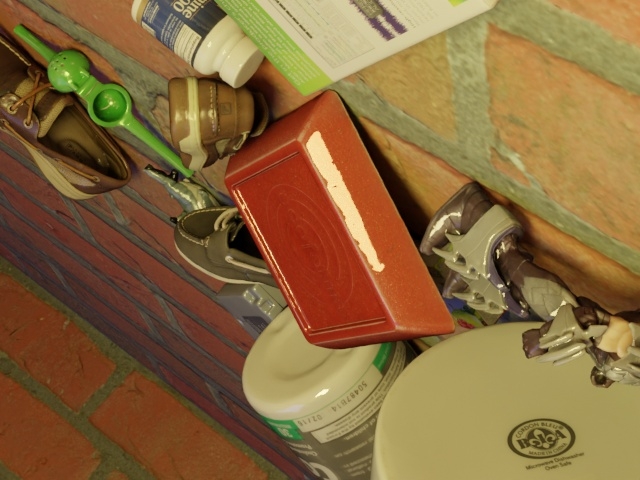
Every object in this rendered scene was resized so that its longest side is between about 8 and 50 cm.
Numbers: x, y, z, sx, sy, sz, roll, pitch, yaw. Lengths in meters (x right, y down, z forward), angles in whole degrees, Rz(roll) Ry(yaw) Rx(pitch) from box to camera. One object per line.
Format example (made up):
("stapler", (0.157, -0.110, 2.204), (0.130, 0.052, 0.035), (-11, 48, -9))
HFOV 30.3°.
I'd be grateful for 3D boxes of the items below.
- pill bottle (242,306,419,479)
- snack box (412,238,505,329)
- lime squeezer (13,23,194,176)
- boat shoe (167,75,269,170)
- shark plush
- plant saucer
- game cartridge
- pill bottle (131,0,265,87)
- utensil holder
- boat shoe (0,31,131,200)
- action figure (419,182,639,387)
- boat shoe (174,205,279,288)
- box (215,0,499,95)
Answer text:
("pill bottle", (0.075, 0.247, 1.544), (0.204, 0.204, 0.361), (15, 149, 54))
("snack box", (0.118, 0.044, 1.247), (0.100, 0.037, 0.141), (50, 161, -21))
("lime squeezer", (-0.294, -0.185, 1.530), (0.310, 0.059, 0.110), (39, 162, 4))
("boat shoe", (-0.100, -0.120, 1.220), (0.257, 0.095, 0.095), (-124, 30, -84))
("shark plush", (-0.174, -0.042, 1.599), (0.161, 0.067, 0.073), (49, 161, -25))
("plant saucer", (0.000, 0.000, 1.202), (0.258, 0.047, 0.259), (63, 153, -4))
("game cartridge", (-0.027, 0.167, 1.823), (0.294, 0.060, 0.196), (46, 158, -14))
("pill bottle", (-0.111, -0.197, 1.100), (0.120, 0.067, 0.067), (38, 162, 8))
("utensil holder", (0.195, 0.314, 1.116), (0.327, 0.327, 0.385), (30, 138, 32))
("boat shoe", (-0.394, -0.189, 1.655), (0.123, 0.123, 0.342), (-2, 136, 46))
("action figure", (0.212, 0.066, 0.987), (0.285, 0.099, 0.185), (37, -179, 39))
("boat shoe", (-0.047, 0.007, 1.416), (0.335, 0.112, 0.095), (23, 138, 32))
("box", (-0.017, -0.229, 0.851), (0.232, 0.058, 0.322), (46, 161, -14))
